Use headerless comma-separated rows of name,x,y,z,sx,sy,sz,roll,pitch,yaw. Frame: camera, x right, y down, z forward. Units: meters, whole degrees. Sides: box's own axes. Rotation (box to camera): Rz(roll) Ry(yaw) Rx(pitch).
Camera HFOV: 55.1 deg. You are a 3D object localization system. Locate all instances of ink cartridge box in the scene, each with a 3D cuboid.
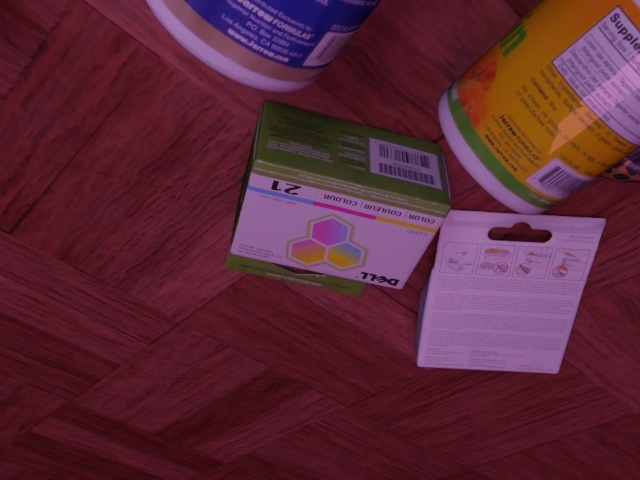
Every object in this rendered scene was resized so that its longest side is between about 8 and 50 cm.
ink cartridge box,0.000,0.000,0.658,0.189,0.097,0.255,12,135,-10
ink cartridge box,0.223,0.060,0.760,0.189,0.066,0.232,3,116,0

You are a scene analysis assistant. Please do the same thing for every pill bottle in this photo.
pill bottle,0.222,-0.139,0.467,0.136,0.136,0.246,29,131,-25
pill bottle,0.009,-0.231,0.369,0.153,0.153,0.265,27,131,-24

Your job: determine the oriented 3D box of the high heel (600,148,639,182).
high heel,0.388,-0.088,0.585,0.261,0.093,0.186,7,169,-28
